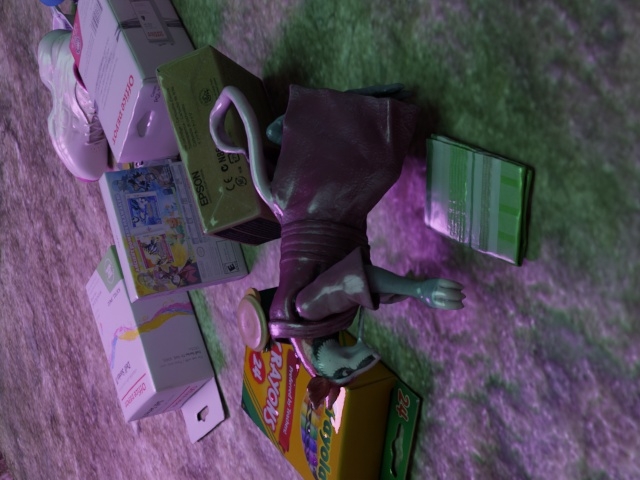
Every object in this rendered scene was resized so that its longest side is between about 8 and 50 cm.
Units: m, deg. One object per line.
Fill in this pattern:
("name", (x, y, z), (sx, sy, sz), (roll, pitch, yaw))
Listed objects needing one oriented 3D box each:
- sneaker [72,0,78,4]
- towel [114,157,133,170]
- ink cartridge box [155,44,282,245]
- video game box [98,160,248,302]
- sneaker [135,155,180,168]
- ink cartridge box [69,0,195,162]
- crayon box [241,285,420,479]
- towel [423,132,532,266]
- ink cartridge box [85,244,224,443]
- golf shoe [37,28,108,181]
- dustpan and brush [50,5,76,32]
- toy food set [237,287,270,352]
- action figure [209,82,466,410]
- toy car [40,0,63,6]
("sneaker", (-0.465, -0.458, 1.956), (0.038, 0.069, 0.098), (36, 129, 50))
("towel", (-0.382, -0.161, 1.974), (0.083, 0.009, 0.060), (25, 121, 55))
("ink cartridge box", (-0.114, -0.118, 1.358), (0.193, 0.088, 0.234), (21, -130, -73))
("video game box", (-0.229, -0.019, 1.590), (0.048, 0.187, 0.205), (-33, 70, 58))
("sneaker", (-0.307, -0.108, 1.745), (0.228, 0.132, 0.086), (60, 145, 28))
("ink cartridge box", (-0.313, -0.299, 1.704), (0.283, 0.117, 0.207), (63, 145, 27))
("crayon box", (0.002, 0.219, 1.387), (0.318, 0.081, 0.202), (37, 129, 48))
("towel", (0.167, -0.045, 1.088), (0.152, 0.023, 0.113), (28, 125, 50))
("ink cartridge box", (-0.306, 0.196, 1.854), (0.207, 0.119, 0.353), (-46, 60, 54))
("golf shoe", (-0.457, -0.256, 1.976), (0.140, 0.115, 0.306), (8, 117, 37))
("dustpan and brush", (-0.517, -0.433, 2.059), (0.147, 0.060, 0.211), (-6, 94, 60))
("toy food set", (-0.092, 0.113, 1.409), (0.083, 0.020, 0.082), (54, 141, 35))
("action figure", (0.000, 0.000, 1.116), (0.248, 0.276, 0.370), (127, 153, -68))
("toy car", (-0.472, -0.580, 1.832), (0.210, 0.219, 0.237), (5, 70, 29))
